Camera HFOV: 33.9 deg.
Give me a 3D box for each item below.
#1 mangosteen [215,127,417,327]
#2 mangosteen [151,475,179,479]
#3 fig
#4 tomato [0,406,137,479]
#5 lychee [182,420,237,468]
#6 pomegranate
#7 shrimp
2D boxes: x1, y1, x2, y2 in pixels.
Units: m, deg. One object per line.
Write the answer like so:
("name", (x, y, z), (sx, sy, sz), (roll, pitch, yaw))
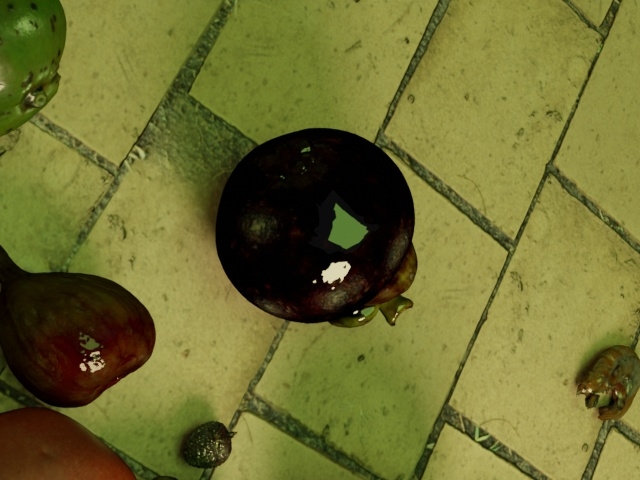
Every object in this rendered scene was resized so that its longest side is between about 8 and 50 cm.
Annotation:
("mangosteen", (-0.005, -0.014, 1.523), (0.297, 0.313, 0.296), (-3, 70, 9))
("mangosteen", (-0.180, 0.401, 1.390), (0.231, 0.194, 0.194), (34, 66, -11))
("fig", (-0.360, 0.099, 1.378), (0.290, 0.190, 0.190), (29, 61, 20))
("tomato", (-0.370, 0.361, 1.227), (0.342, 0.273, 0.341), (5, 80, -31))
("lychee", (-0.156, 0.291, 1.489), (0.083, 0.068, 0.067), (-18, 112, -16))
("pomegranate", (-0.456, -0.270, 1.325), (0.236, 0.236, 0.301), (-30, 75, -31))
("shrimp", (0.536, 0.268, 1.922), (0.188, 0.052, 0.132), (-23, 94, -35))
